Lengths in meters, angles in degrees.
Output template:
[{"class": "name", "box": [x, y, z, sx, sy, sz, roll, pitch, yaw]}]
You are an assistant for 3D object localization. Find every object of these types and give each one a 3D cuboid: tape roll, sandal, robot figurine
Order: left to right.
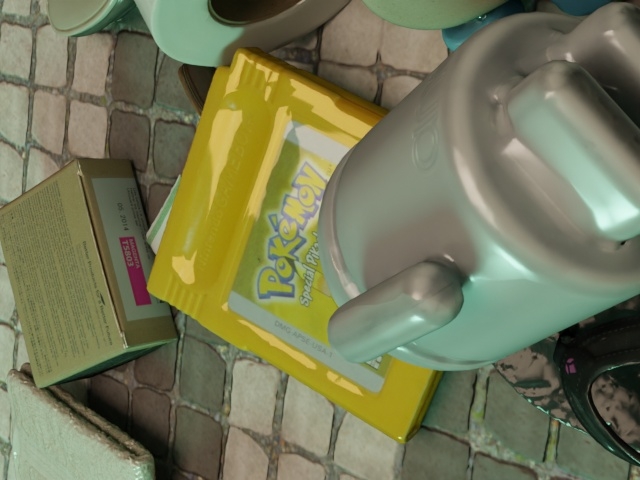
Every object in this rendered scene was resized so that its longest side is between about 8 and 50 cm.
[{"class": "tape roll", "box": [-0.081, -0.306, 1.127, 0.246, 0.246, 0.169, -42, 67, 36]}, {"class": "robot figurine", "box": [0.124, -0.025, 0.849, 0.200, 0.300, 0.353, 50, 147, 0]}, {"class": "sandal", "box": [0.304, 0.122, 0.878, 0.445, 0.107, 0.168, 25, 110, 31]}]

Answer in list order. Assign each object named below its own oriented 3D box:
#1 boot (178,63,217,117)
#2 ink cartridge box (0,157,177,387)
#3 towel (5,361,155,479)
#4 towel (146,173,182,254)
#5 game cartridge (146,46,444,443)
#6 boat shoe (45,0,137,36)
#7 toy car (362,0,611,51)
[{"class": "boot", "box": [-0.051, -0.138, 1.235, 0.219, 0.082, 0.106, 46, 113, 17]}, {"class": "ink cartridge box", "box": [-0.288, 0.041, 1.449, 0.193, 0.088, 0.235, -23, 78, 40]}, {"class": "towel", "box": [-0.301, 0.284, 1.484, 0.282, 0.049, 0.187, 25, 124, 38]}, {"class": "towel", "box": [-0.134, 0.012, 1.356, 0.152, 0.023, 0.113, 50, 126, 25]}, {"class": "game cartridge", "box": [0.000, 0.000, 1.156, 0.323, 0.052, 0.285, 28, 112, 19]}, {"class": "boat shoe", "box": [-0.197, -0.327, 1.348, 0.335, 0.095, 0.112, -34, 69, 44]}, {"class": "toy car", "box": [0.125, -0.315, 1.009, 0.210, 0.219, 0.238, -23, 49, 42]}]
